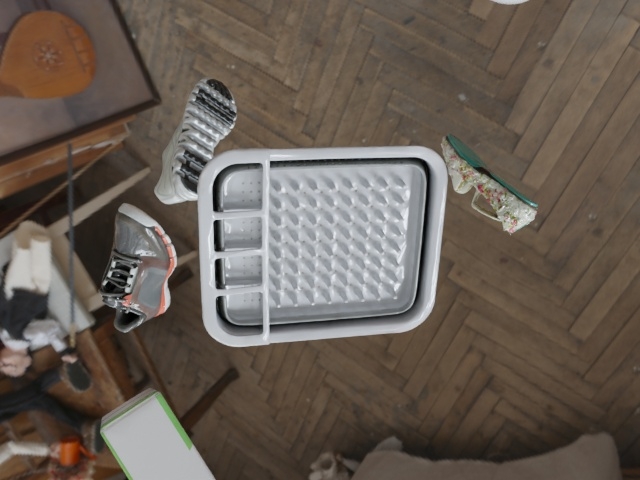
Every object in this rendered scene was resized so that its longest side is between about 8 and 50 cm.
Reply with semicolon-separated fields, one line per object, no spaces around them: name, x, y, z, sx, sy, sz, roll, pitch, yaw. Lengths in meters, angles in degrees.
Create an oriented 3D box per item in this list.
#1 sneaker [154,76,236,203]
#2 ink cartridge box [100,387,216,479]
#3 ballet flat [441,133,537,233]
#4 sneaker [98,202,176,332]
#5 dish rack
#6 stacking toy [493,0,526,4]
sneaker;-0.247;-0.195;1.375;0.110;0.292;0.118;36;141;-31
ink cartridge box;-0.286;0.371;1.246;0.198;0.114;0.273;58;161;-1
ballet flat;0.289;-0.102;1.301;0.241;0.091;0.077;49;116;33
sneaker;-0.180;0.036;0.683;0.061;0.065;0.158;27;139;19
dish rack;0.000;0.000;0.985;0.332;0.072;0.286;-3;113;-10
stacking toy;0.132;-0.469;0.788;0.350;0.351;0.480;-15;134;34
